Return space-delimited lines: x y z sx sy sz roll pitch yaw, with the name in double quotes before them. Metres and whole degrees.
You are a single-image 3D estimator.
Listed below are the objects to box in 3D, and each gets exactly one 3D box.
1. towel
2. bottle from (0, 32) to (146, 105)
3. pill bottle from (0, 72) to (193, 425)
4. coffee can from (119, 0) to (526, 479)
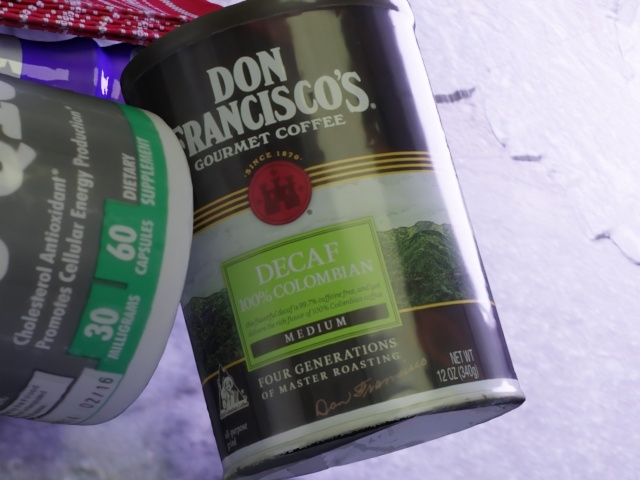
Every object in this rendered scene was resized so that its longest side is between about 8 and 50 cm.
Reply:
"towel" -0.185 -0.180 1.292 0.275 0.031 0.199 4 14 -35
"bottle" -0.119 -0.089 1.278 0.283 0.092 0.118 13 38 -28
"pill bottle" -0.274 -0.015 0.990 0.361 0.204 0.204 12 44 -29
"coffee can" 0.000 0.000 1.125 0.201 0.201 0.275 -5 74 -41
